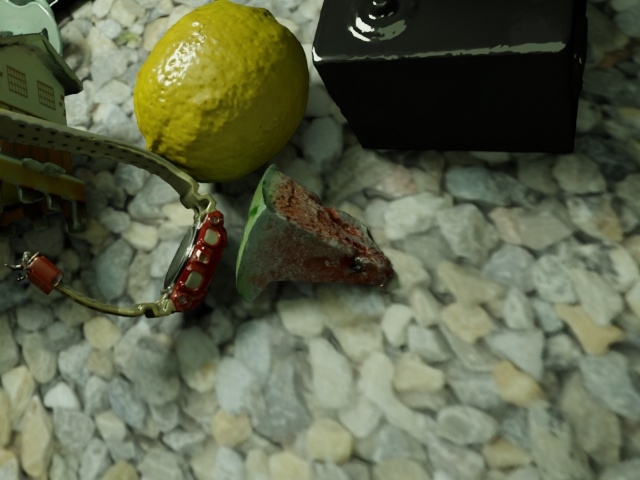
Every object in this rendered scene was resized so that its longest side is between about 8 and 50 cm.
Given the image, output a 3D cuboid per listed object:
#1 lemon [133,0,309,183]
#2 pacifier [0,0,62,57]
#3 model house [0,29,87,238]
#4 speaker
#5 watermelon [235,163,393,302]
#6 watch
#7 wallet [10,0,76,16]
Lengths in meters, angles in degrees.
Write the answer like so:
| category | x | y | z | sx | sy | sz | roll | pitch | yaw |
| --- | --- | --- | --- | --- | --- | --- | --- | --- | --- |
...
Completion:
| category | x | y | z | sx | sy | sz | roll | pitch | yaw |
| --- | --- | --- | --- | --- | --- | --- | --- | --- | --- |
| lemon | -0.103 | -0.157 | 0.791 | 0.180 | 0.181 | 0.193 | 31 | 48 | 30 |
| pacifier | -0.417 | -0.274 | 0.997 | 0.150 | 0.116 | 0.127 | 22 | 114 | 24 |
| model house | -0.394 | -0.105 | 0.836 | 0.224 | 0.198 | 0.215 | -12 | 82 | 15 |
| speaker | 0.145 | -0.237 | 0.739 | 0.232 | 0.184 | 0.254 | 4 | 68 | 22 |
| watermelon | -0.013 | -0.016 | 0.733 | 0.158 | 0.121 | 0.098 | -4 | 42 | 14 |
| watch | -0.225 | -0.018 | 0.731 | 0.268 | 0.102 | 0.165 | 16 | 76 | -21 |
| wallet | -0.438 | -0.450 | 1.134 | 0.172 | 0.045 | 0.318 | -38 | 62 | 2 |
